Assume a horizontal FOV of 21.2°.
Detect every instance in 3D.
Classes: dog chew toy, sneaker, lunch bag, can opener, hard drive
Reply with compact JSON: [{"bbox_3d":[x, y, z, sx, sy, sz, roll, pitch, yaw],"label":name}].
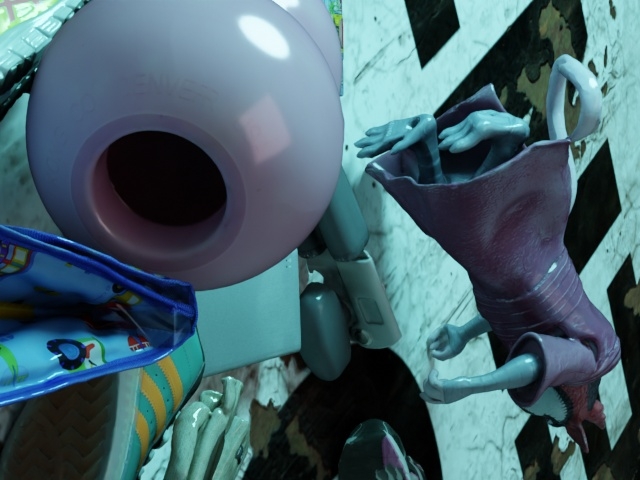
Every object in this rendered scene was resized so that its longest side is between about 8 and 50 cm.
[{"bbox_3d":[-0.075,-0.109,1.167,0.332,0.206,0.207,-74,152,-59],"label":"dog chew toy"},{"bbox_3d":[-0.144,0.121,1.244,0.121,0.108,0.302,34,63,-49],"label":"sneaker"},{"bbox_3d":[-0.229,0.039,0.992,0.293,0.221,0.138,6,88,-58],"label":"lunch bag"},{"bbox_3d":[-0.220,-0.141,1.129,0.081,0.094,0.208,-57,180,25],"label":"sneaker"},{"bbox_3d":[0.000,0.000,1.494,0.093,0.074,0.280,-51,134,-42],"label":"can opener"},{"bbox_3d":[0.066,0.230,1.643,0.077,0.072,0.178,-70,154,-46],"label":"sneaker"},{"bbox_3d":[-0.069,0.058,1.421,0.135,0.022,0.094,-12,103,-48],"label":"hard drive"}]

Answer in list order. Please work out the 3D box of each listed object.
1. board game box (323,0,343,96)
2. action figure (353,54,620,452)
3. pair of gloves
[{"bbox_3d":[-0.056,-0.210,1.400,0.194,0.060,0.194,-14,104,-58],"label":"board game box"},{"bbox_3d":[0.194,0.029,1.600,0.370,0.275,0.248,56,8,-20],"label":"action figure"},{"bbox_3d":[-0.105,0.210,1.279,0.240,0.042,0.204,93,16,-72],"label":"pair of gloves"}]
